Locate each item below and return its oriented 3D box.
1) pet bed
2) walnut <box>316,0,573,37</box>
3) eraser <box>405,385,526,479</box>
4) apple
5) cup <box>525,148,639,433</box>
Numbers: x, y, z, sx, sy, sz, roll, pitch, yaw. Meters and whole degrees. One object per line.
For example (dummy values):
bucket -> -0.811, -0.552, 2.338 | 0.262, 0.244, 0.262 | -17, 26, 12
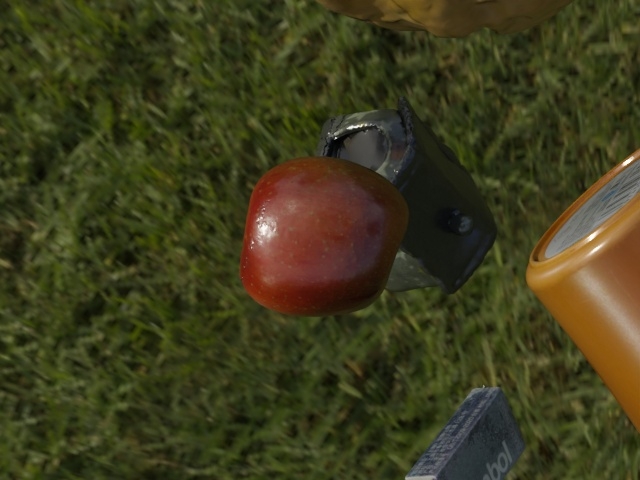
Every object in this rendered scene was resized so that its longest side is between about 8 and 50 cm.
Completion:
pet bed -> 0.105, -0.050, 1.889 | 0.159, 0.211, 0.183 | -9, 52, 34
walnut -> 0.064, -0.237, 0.879 | 0.224, 0.257, 0.257 | 31, 83, 39
eraser -> 0.166, 0.265, 1.819 | 0.046, 0.212, 0.091 | -10, 113, 38
apple -> 0.000, 0.000, 1.677 | 0.168, 0.181, 0.181 | 18, 80, 1
cup -> 0.245, 0.073, 0.828 | 0.182, 0.226, 0.264 | -43, 94, -3
